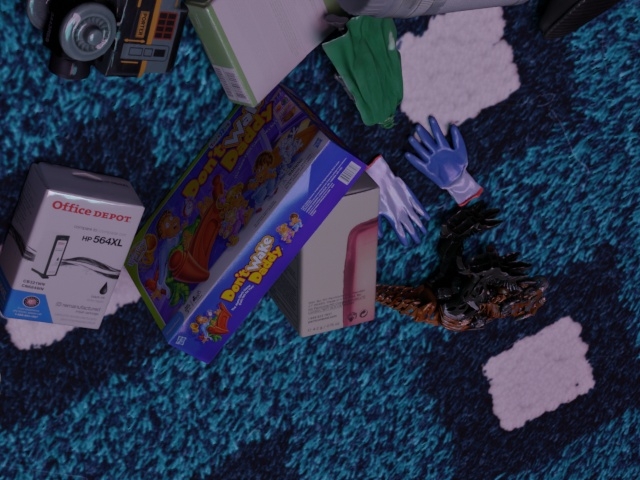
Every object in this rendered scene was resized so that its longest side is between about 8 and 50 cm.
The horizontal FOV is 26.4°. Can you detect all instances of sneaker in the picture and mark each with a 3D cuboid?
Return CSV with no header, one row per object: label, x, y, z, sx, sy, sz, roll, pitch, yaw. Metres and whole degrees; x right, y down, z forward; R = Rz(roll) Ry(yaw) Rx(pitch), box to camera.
sneaker,0.407,-0.441,1.989,0.122,0.146,0.330,-18,153,-47

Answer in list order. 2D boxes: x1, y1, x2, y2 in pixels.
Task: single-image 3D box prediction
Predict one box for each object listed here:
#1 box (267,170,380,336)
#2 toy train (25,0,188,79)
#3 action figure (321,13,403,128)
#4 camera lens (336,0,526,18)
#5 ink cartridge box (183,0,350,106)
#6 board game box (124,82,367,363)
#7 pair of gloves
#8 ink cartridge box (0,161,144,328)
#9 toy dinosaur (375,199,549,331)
box,0.000,0.000,2.018,0.126,0.148,0.232,-12,124,-21
toy train,-0.243,-0.354,1.695,0.190,0.142,0.334,-2,119,-40
action figure,0.070,-0.242,1.953,0.137,0.063,0.232,-40,139,-16
camera lens,0.159,-0.410,1.800,0.274,0.219,0.219,-10,123,-21
ink cartridge box,-0.062,-0.319,1.854,0.235,0.056,0.171,-47,133,-25
board game box,-0.115,-0.036,1.884,0.078,0.233,0.347,31,101,-37
pair of gloves,0.151,-0.087,2.096,0.198,0.023,0.159,-38,111,-5
ink cartridge box,-0.350,0.009,1.886,0.148,0.086,0.203,10,115,-31
toy dinosaur,0.235,0.080,2.196,0.322,0.164,0.218,-21,145,-38
